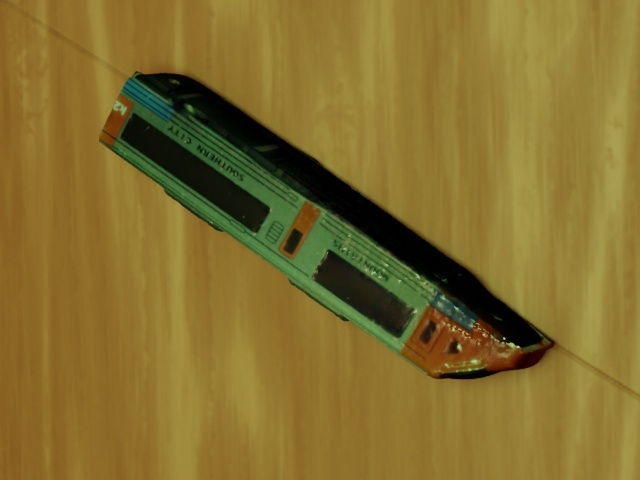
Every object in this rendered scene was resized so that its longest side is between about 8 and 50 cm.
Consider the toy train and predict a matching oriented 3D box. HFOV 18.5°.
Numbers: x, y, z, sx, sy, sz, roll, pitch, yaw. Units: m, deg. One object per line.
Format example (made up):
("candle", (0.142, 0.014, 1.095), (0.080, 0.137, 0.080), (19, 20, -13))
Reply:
("toy train", (0.000, 0.000, 1.608), (0.409, 0.086, 0.089), (36, 106, 17))
